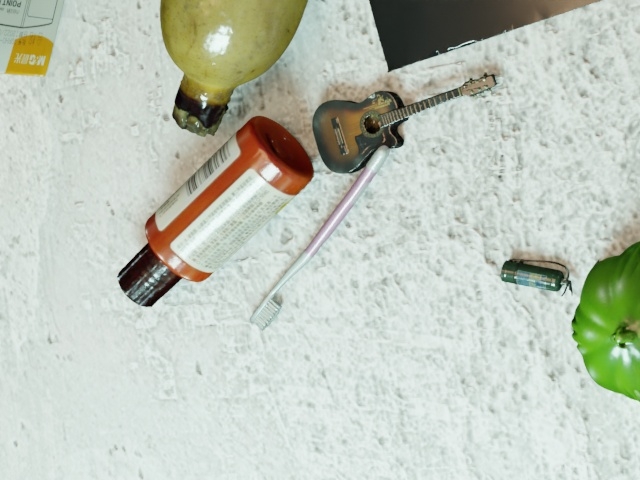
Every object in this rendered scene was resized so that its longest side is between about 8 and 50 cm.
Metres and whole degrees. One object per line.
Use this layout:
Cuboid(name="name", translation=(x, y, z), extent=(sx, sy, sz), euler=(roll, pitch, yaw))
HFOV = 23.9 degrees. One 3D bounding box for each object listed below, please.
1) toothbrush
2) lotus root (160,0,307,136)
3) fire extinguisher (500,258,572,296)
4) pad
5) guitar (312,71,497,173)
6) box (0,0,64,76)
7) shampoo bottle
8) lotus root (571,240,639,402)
Cuboid(name="toothbrush", translation=(0.000, 0.000, 1.786), extent=(0.025, 0.020, 0.286), euler=(41, 115, 10))
Cuboid(name="lotus root", translation=(-0.105, -0.266, 1.750), extent=(0.182, 0.183, 0.310), euler=(25, 105, 24))
Cuboid(name="fire extinguisher", translation=(0.244, 0.038, 1.673), extent=(0.083, 0.025, 0.038), euler=(12, 74, 26))
Cuboid(name="pad", translation=(0.204, -0.358, 1.688), extent=(0.367, 0.007, 0.248), euler=(-16, 84, 26))
Cuboid(name="guitar", translation=(0.096, -0.147, 1.739), extent=(0.233, 0.025, 0.088), euler=(-19, 84, 25))
Cuboid(name="box", translation=(-0.419, -0.319, 1.858), extent=(0.091, 0.274, 0.221), euler=(21, 104, 21))
Cuboid(name="shampoo bottle", translation=(-0.137, -0.024, 1.817), extent=(0.278, 0.104, 0.104), euler=(-42, 74, 21))
Cuboid(name="lotus root", translation=(0.328, 0.091, 1.554), extent=(0.186, 0.186, 0.186), euler=(1, 93, 27))
